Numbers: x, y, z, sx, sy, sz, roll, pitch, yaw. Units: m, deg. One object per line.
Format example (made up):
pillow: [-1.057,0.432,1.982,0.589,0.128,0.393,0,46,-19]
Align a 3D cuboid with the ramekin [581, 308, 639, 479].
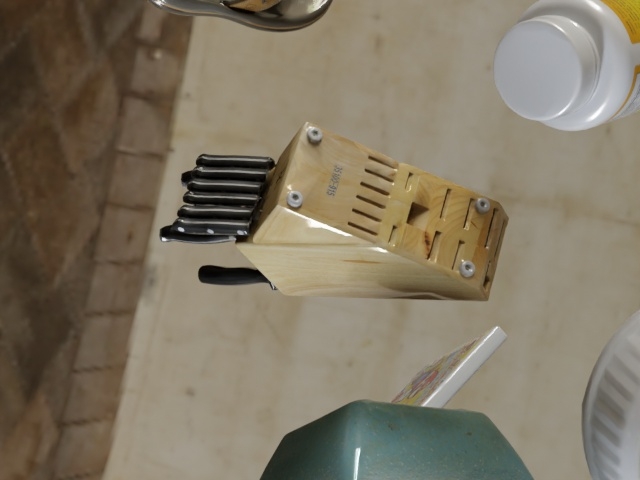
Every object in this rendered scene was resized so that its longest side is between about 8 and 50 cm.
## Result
ramekin: [0.363,0.170,1.232,0.127,0.273,0.272,-63,163,-83]

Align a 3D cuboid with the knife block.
knife block: [0.000,0.000,1.336,0.242,0.276,0.088,130,-20,-63]

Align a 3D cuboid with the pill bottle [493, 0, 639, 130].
pill bottle: [0.241,-0.161,1.267,0.215,0.117,0.117,-19,121,-49]

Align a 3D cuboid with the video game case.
video game case: [0.124,0.214,1.923,0.227,0.026,0.206,-42,-179,-31]

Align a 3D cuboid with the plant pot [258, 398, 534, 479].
plant pot: [0.062,0.283,1.317,0.248,0.247,0.252,-35,-127,54]

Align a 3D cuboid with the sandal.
sandal: [-0.069,-0.245,1.339,0.219,0.060,0.090,3,59,-37]
